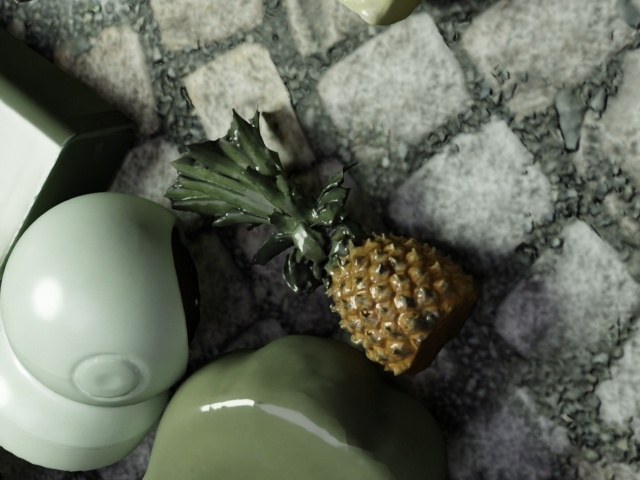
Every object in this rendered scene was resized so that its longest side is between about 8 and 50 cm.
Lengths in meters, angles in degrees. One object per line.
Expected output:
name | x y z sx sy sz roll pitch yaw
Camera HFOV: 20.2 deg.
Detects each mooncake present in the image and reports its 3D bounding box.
mooncake | -0.018 0.207 1.556 0.275 0.135 0.275 10 122 17

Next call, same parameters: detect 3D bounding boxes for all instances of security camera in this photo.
security camera | -0.200 0.065 1.577 0.194 0.194 0.236 39 131 14

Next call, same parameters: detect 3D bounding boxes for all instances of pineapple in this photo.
pineapple | 0.000 0.000 1.539 0.277 0.119 0.130 40 159 14

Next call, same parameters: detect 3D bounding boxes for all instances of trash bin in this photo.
trash bin | -0.314 -0.106 1.664 0.240 0.122 0.164 39 115 16

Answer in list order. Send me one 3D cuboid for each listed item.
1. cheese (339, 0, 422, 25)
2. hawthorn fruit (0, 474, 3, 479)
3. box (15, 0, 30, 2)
cheese | 0.029 -0.344 1.439 0.265 0.124 0.242 43 120 11
hawthorn fruit | -0.439 0.204 1.666 0.311 0.295 0.295 12 106 24
box | -0.237 -0.314 1.622 0.050 0.041 0.207 40 115 17
